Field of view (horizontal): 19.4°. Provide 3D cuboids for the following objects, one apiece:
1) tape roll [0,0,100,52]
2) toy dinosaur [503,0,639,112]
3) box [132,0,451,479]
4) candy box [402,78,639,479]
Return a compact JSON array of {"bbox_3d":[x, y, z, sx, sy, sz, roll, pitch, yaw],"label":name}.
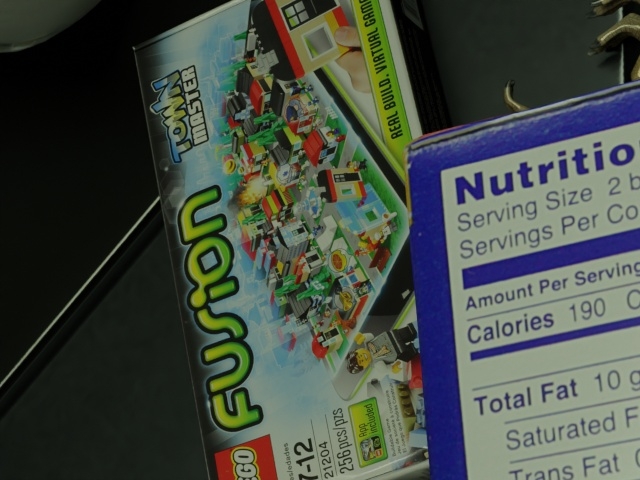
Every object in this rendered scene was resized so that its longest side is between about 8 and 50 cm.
[{"bbox_3d":[-0.191,-0.201,0.749,0.169,0.246,0.246,4,76,30],"label":"tape roll"},{"bbox_3d":[0.126,-0.042,0.648,0.183,0.053,0.092,-39,75,20],"label":"toy dinosaur"},{"bbox_3d":[0.000,0.000,0.700,0.114,0.036,0.207,-22,64,21],"label":"box"},{"bbox_3d":[0.126,0.148,0.444,0.122,0.268,0.317,-11,68,21],"label":"candy box"}]
